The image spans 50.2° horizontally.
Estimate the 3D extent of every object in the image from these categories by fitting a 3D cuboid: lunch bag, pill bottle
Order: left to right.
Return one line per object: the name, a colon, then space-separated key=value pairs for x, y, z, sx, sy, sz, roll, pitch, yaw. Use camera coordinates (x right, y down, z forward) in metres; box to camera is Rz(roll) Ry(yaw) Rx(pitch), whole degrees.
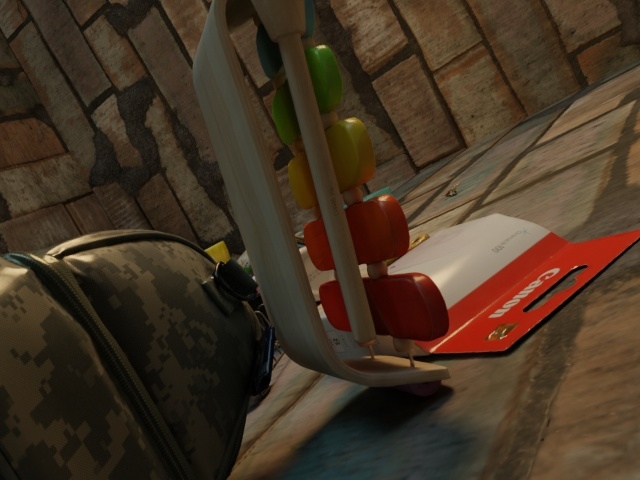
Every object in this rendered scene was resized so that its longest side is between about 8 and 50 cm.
lunch bag: x=-0.202 y=0.127 z=0.452 sx=0.305 sy=0.213 sz=0.256 roll=-29 pitch=10 yaw=23
pill bottle: x=-0.052 y=0.068 z=1.085 sx=0.087 sy=0.087 sz=0.160 roll=-32 pitch=4 yaw=-38

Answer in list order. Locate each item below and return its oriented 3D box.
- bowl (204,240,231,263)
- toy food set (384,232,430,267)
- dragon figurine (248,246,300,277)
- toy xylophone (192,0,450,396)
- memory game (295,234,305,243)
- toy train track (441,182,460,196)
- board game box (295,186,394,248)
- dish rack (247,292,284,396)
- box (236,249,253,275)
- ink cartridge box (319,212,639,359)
bowl: x=-0.261 y=0.136 z=1.204 sx=0.289 sy=0.156 sz=0.289 roll=-29 pitch=4 yaw=2
toy food set: x=0.119 y=0.019 z=0.975 sx=0.083 sy=0.020 sz=0.082 roll=-27 pitch=4 yaw=22
dragon figurine: x=-0.108 y=0.082 z=1.314 sx=0.144 sy=0.085 sz=0.289 roll=-31 pitch=4 yaw=-30
toy xylophone: x=-0.004 y=-0.038 z=0.443 sx=0.081 sy=0.323 sz=0.236 roll=-18 pitch=8 yaw=-17
memory game: x=-0.022 y=0.004 z=1.350 sx=0.186 sy=0.012 sz=0.186 roll=14 pitch=-2 yaw=1
toy train track: x=0.278 y=-0.102 z=1.455 sx=0.048 sy=0.014 sz=0.083 roll=-36 pitch=-2 yaw=-2
board game box: x=0.000 y=0.000 z=1.646 sx=0.336 sy=0.079 sz=0.253 roll=-31 pitch=4 yaw=-18
dish rack: x=-0.127 y=0.142 z=0.775 sx=0.208 sy=0.074 sz=0.271 roll=-29 pitch=4 yaw=15
box: x=-0.145 y=0.067 z=1.424 sx=0.179 sy=0.043 sz=0.105 roll=-49 pitch=-22 yaw=18
ink cartridge box: x=0.121 y=0.031 z=0.579 sx=0.189 sy=0.066 sz=0.232 roll=-31 pitch=0 yaw=-29
